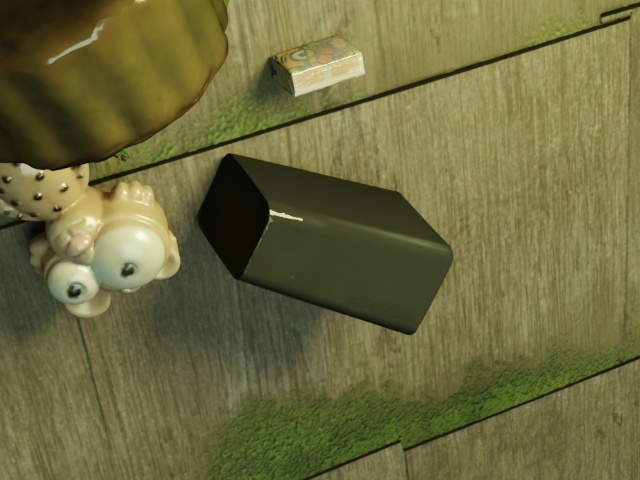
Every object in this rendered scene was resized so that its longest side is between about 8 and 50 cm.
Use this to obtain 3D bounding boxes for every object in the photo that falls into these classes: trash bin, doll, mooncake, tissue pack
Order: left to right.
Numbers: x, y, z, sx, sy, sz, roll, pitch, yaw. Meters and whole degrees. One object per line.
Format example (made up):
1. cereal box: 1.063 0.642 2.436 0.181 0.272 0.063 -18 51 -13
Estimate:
1. doll: -0.264 -0.036 1.403 0.154 0.119 0.278 -39 123 16
2. mooncake: -0.225 -0.196 1.219 0.290 0.290 0.161 -30 138 -8
3. tissue pack: -0.004 -0.184 1.477 0.083 0.063 0.035 -21 122 -16
4. trash bin: 0.000 0.000 1.527 0.225 0.165 0.115 14 111 -30

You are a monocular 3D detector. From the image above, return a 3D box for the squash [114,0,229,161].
1. squash: -0.140 -0.220 1.374 0.087 0.087 0.332 14 111 -33
